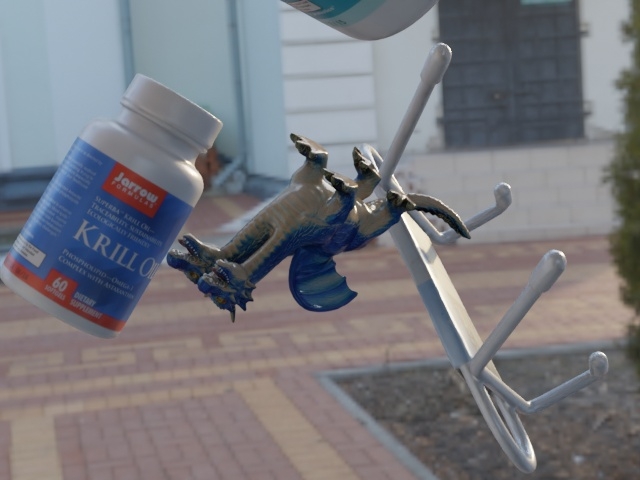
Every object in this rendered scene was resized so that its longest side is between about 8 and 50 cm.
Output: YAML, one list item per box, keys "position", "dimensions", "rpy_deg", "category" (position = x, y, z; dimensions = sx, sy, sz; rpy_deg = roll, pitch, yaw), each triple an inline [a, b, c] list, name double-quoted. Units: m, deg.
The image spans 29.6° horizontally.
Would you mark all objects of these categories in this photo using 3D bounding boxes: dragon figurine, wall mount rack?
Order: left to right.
- position: [0.000, 0.000, 0.999]
  dimensions: [0.085, 0.144, 0.289]
  rpy_deg: [46, 22, 29]
  category: "dragon figurine"
- position: [0.136, 0.010, 1.038]
  dimensions: [0.130, 0.350, 0.304]
  rpy_deg: [-30, -28, 10]
  category: "wall mount rack"

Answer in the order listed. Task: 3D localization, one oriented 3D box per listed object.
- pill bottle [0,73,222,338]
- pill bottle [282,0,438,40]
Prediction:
- position: [-0.183, -0.034, 1.091]
  dimensions: [0.124, 0.222, 0.124]
  rpy_deg: [30, 0, 0]
  category: "pill bottle"
- position: [-0.043, -0.228, 0.679]
  dimensions: [0.264, 0.146, 0.146]
  rpy_deg: [22, -8, -30]
  category: "pill bottle"
